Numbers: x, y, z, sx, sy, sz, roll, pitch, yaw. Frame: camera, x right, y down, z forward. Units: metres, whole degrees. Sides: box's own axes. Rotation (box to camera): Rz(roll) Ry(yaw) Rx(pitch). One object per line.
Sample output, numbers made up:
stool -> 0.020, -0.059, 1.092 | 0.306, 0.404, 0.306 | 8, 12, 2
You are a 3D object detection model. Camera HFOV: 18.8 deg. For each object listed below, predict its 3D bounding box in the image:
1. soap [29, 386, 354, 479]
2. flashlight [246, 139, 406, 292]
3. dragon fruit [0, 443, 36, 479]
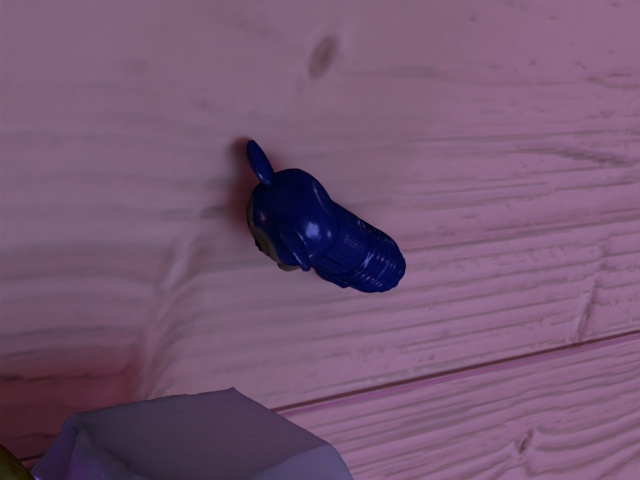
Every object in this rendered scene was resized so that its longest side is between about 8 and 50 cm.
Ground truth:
soap -> -0.069, 0.236, 0.686 | 0.115, 0.208, 0.347 | -1, 113, -55
flashlight -> 0.000, 0.000, 0.773 | 0.035, 0.057, 0.121 | -30, 157, 14
dragon fruit -> -0.200, 0.135, 0.508 | 0.295, 0.130, 0.268 | -19, 127, -46
